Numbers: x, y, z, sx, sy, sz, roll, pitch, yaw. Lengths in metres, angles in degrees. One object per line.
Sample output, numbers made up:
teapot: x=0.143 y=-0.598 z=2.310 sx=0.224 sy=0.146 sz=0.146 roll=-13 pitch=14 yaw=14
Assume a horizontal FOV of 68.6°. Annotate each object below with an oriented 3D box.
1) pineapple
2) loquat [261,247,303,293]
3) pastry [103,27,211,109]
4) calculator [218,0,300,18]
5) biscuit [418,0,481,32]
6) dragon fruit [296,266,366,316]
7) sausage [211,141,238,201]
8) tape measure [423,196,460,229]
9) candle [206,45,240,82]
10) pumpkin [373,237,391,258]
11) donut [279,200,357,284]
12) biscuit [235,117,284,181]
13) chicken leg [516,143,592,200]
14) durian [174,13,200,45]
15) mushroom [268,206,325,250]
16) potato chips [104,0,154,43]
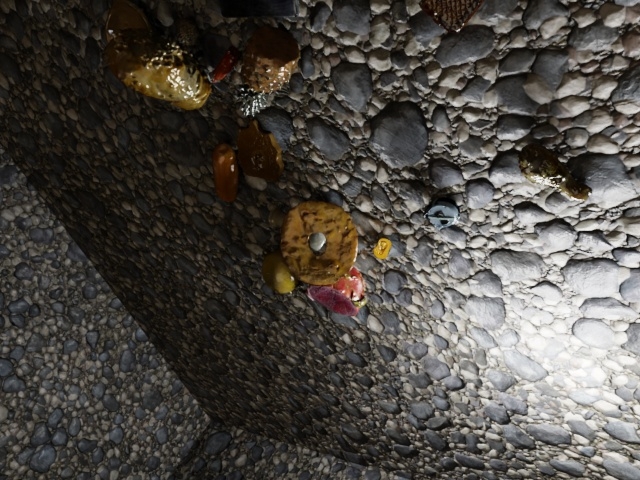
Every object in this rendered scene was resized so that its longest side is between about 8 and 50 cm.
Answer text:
pineapple: x=-0.161 y=-0.453 z=1.310 sx=0.158 sy=0.158 sz=0.278 roll=41 pitch=149 yaw=-2
loquat: x=-0.147 y=0.108 z=1.780 sx=0.204 sy=0.149 sz=0.172 roll=49 pitch=144 yaw=7
pastry: x=-0.458 y=-0.505 z=1.362 sx=0.255 sy=0.311 sz=0.162 roll=42 pitch=107 yaw=23
calculator: x=-0.175 y=-0.661 z=1.214 sx=0.262 sy=0.021 sz=0.161 roll=15 pitch=134 yaw=26
biscuit: x=0.338 y=-0.577 z=0.874 sx=0.107 sy=0.073 sz=0.388 roll=41 pitch=138 yaw=1
dragon fruit: x=0.056 y=0.156 z=1.683 sx=0.282 sy=0.147 sz=0.211 roll=8 pitch=144 yaw=39
sausage: x=-0.334 y=-0.237 z=1.651 sx=0.098 sy=0.098 sz=0.238 roll=25 pitch=137 yaw=16
tape measure: x=0.343 y=-0.079 z=1.324 sx=0.091 sy=0.054 sz=0.094 roll=41 pitch=142 yaw=-11
candle: x=-0.296 y=-0.519 z=1.406 sx=0.162 sy=0.048 sz=0.053 roll=-29 pitch=76 yaw=49
pumpkin: x=0.207 y=0.022 z=1.532 sx=0.050 sy=0.028 sz=0.083 roll=32 pitch=130 yaw=7
donut: x=-0.001 y=0.003 z=1.534 sx=0.278 sy=0.108 sz=0.277 roll=2 pitch=99 yaw=12
biscuit: x=-0.202 y=-0.300 z=1.543 sx=0.182 sy=0.034 sz=0.215 roll=16 pitch=132 yaw=24
chicken leg: x=0.550 y=-0.154 z=1.106 sx=0.198 sy=0.069 sz=0.085 roll=33 pitch=115 yaw=-2
durian: x=-0.393 y=-0.614 z=1.370 sx=0.080 sy=0.080 sz=0.091 roll=5 pitch=134 yaw=33
mushroom: x=-0.084 y=-0.042 z=1.650 sx=0.223 sy=0.081 sz=0.092 roll=30 pitch=-178 yaw=6
potato chips: x=-0.593 y=-0.660 z=1.489 sx=0.195 sy=0.062 sz=0.208 roll=13 pitch=131 yaw=20
